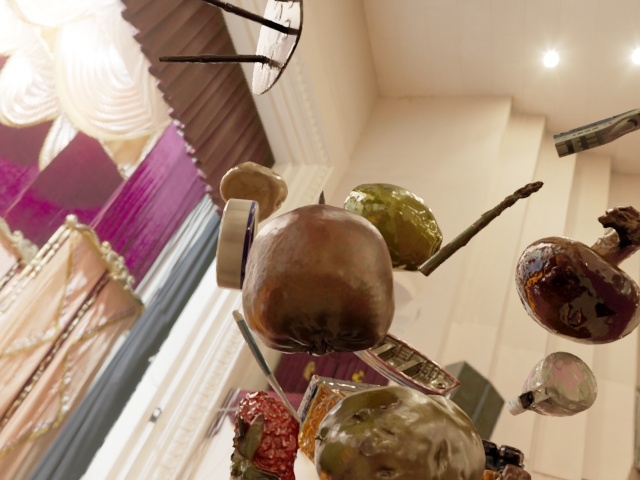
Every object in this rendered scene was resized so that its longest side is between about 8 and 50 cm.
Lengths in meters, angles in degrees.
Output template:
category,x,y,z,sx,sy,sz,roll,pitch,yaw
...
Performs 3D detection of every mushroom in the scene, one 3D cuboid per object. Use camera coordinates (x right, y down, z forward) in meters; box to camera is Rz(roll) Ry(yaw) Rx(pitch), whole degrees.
category,x,y,z,sx,sy,sz,roll,pitch,yaw
mushroom,0.712,0.090,1.619,0.331,0.356,0.334,19,-23,2

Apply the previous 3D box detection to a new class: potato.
category,x,y,z,sx,sy,sz,roll,pitch,yaw
potato,0.143,0.336,0.936,0.351,0.202,0.218,15,12,-42

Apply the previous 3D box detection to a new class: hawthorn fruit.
category,x,y,z,sx,sy,sz,roll,pitch,yaw
hawthorn fruit,0.001,0.053,1.054,0.268,0.300,0.267,4,-23,2

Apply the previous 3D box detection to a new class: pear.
category,x,y,z,sx,sy,sz,roll,pitch,yaw
pear,0.172,-0.031,1.451,0.269,0.212,0.212,35,-32,21

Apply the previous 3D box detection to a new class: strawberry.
category,x,y,z,sx,sy,sz,roll,pitch,yaw
strawberry,-0.082,0.318,0.893,0.098,0.174,0.228,9,-7,0

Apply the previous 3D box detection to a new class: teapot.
category,x,y,z,sx,sy,sz,roll,pitch,yaw
teapot,0.626,0.425,1.610,0.163,0.221,0.178,40,-30,13

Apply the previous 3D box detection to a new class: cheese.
category,x,y,z,sx,sy,sz,roll,pitch,yaw
cheese,-0.231,-0.158,2.025,0.235,0.117,0.217,0,-74,13

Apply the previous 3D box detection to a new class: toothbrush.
category,x,y,z,sx,sy,sz,roll,pitch,yaw
toothbrush,-0.105,0.236,1.093,0.019,0.275,0.025,6,-51,-45

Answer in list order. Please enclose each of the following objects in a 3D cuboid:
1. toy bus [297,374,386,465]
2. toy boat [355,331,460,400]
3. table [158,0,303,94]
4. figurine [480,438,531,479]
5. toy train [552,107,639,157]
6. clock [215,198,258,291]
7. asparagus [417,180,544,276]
category,x,y,z,sx,sy,sz,roll,pitch,yaw
toy bus,0.114,0.397,1.232,0.324,0.161,0.194,19,5,-39
toy boat,0.182,0.304,1.550,0.392,0.136,0.079,28,-61,41
table,-0.209,-0.521,1.332,0.249,0.317,0.317,8,-30,-23
figurine,0.424,0.677,1.448,0.185,0.332,0.204,-1,-46,38
toy train,0.700,-0.268,1.456,0.234,0.051,0.052,-16,-59,27
clock,-0.206,0.012,1.470,0.083,0.230,0.230,6,-37,-1
asparagus,0.265,-0.022,0.983,0.249,0.024,0.025,-39,-48,8
